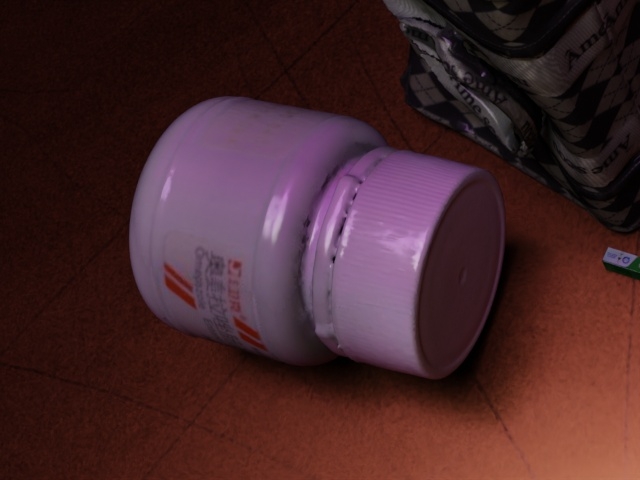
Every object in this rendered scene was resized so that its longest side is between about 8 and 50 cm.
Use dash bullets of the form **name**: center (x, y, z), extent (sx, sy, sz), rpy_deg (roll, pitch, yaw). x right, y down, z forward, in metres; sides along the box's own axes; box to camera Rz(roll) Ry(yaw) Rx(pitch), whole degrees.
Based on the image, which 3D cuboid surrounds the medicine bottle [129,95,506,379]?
- **medicine bottle**: center (0.000, 0.000, 1.388), extent (0.302, 0.241, 0.241), rpy_deg (13, 74, 28)

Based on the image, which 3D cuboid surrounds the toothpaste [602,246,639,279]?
- **toothpaste**: center (0.305, 0.028, 1.367), extent (0.083, 0.020, 0.017), rpy_deg (19, 75, 30)

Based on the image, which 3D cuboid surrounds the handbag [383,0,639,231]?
- **handbag**: center (0.147, -0.203, 1.319), extent (0.317, 0.416, 0.180), rpy_deg (32, 80, 35)
